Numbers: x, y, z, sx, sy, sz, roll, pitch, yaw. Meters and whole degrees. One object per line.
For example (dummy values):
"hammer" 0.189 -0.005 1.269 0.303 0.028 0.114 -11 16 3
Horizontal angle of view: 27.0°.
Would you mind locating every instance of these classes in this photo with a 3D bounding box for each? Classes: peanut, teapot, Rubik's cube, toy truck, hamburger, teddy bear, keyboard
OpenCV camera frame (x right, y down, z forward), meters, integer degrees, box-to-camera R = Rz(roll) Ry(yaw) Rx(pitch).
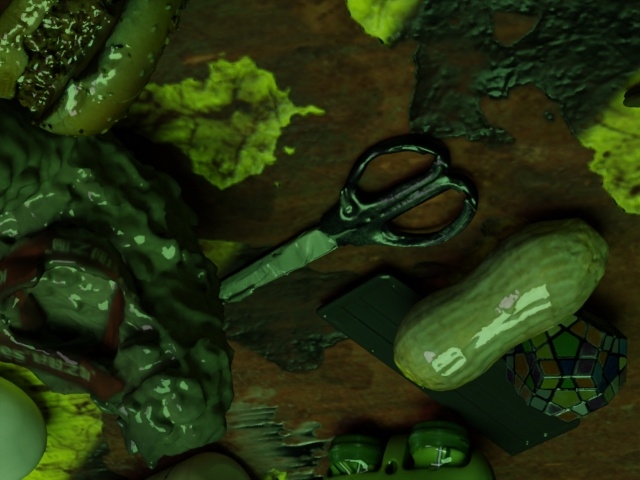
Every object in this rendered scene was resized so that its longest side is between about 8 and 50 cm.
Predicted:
"peanut" 0.150 0.053 1.125 0.207 0.087 0.087 -36 120 15
"teapot" -0.353 0.189 1.360 0.145 0.092 0.226 4 130 4
"Rubik's cube" 0.217 0.106 1.177 0.111 0.111 0.093 -30 97 32
"toy truck" 0.093 0.279 1.340 0.187 0.148 0.210 -3 153 15
"hamburger" -0.161 -0.159 0.952 0.113 0.177 0.185 22 175 -11
"teddy bear" -0.271 0.038 1.123 0.367 0.224 0.357 -24 118 36
"keyboard" 0.084 0.095 1.230 0.381 0.041 0.103 33 133 -30

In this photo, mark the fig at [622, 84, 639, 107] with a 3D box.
"fig" 0.339 -0.117 0.872 0.369 0.286 0.286 -7 136 47

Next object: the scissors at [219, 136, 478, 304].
"scissors" 0.000 0.000 1.165 0.300 0.022 0.109 -28 119 31

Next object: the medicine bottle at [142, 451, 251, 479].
"medicine bottle" -0.186 0.317 1.431 0.252 0.114 0.114 -29 122 32
